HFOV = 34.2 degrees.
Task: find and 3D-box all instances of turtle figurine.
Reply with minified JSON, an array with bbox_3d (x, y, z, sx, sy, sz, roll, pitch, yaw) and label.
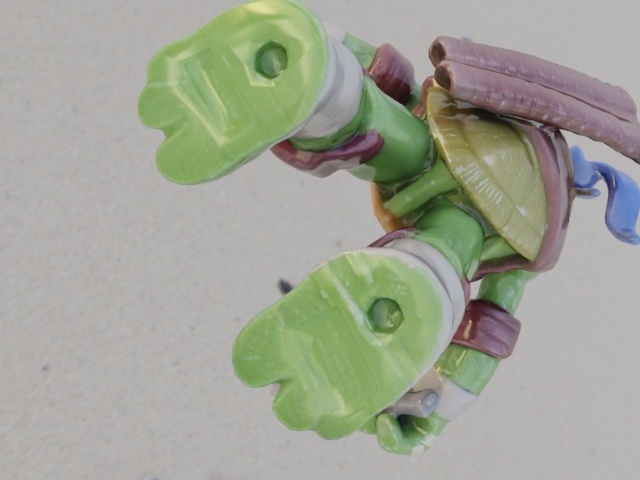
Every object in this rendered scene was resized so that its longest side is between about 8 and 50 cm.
[{"bbox_3d":[0.000,0.000,0.458,0.266,0.274,0.198,-3,102,-70],"label":"turtle figurine"}]
